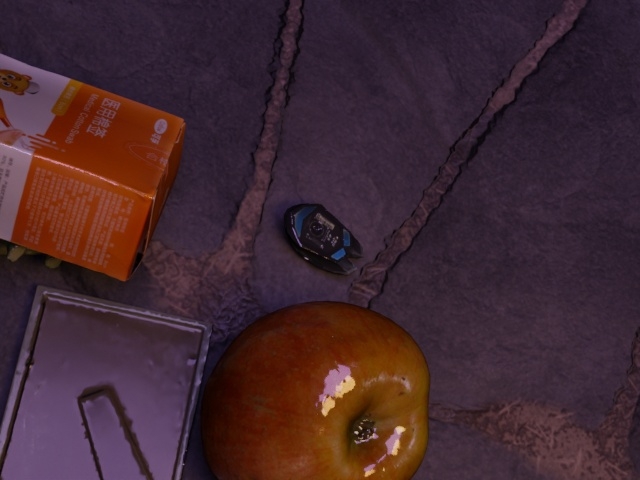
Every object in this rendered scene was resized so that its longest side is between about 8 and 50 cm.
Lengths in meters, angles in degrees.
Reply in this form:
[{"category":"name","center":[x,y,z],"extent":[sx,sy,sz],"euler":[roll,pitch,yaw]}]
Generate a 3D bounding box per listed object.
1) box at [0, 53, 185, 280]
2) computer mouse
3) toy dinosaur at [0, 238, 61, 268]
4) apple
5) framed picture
[{"category":"box","center":[-0.363,-0.108,1.525],"extent":[0.341,0.143,0.225],"euler":[20,32,-7]},{"category":"computer mouse","center":[0.000,0.000,1.680],"extent":[0.135,0.047,0.079],"euler":[34,59,-13]},{"category":"toy dinosaur","center":[-0.509,-0.033,1.555],"extent":[0.301,0.087,0.447],"euler":[32,38,26]},{"category":"apple","center":[0.002,0.212,1.481],"extent":[0.301,0.301,0.302],"euler":[5,69,-13]},{"category":"framed picture","center":[-0.290,0.240,1.529],"extent":[0.247,0.022,0.335],"euler":[13,67,-10]}]
